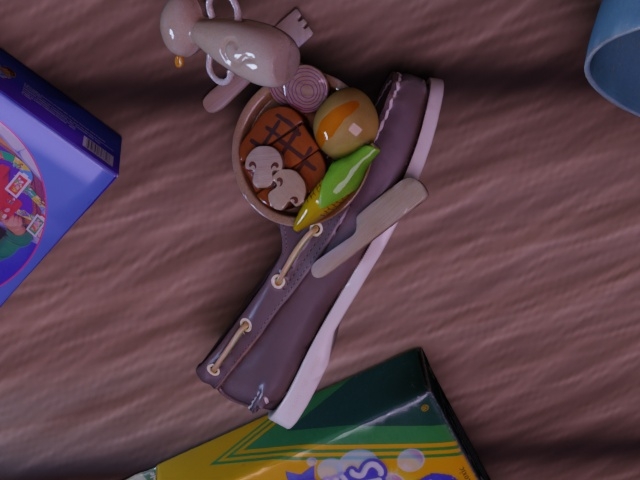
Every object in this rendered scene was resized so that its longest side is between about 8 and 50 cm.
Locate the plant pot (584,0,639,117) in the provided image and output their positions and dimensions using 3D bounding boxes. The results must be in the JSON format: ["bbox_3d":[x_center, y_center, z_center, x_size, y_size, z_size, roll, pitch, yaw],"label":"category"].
[{"bbox_3d":[0.353,-0.199,1.157,0.290,0.290,0.195,13,79,-11],"label":"plant pot"}]

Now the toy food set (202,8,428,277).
[{"bbox_3d":[-0.016,-0.076,1.233,0.132,0.038,0.192,-40,71,17],"label":"toy food set"}]

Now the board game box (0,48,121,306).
[{"bbox_3d":[-0.366,-0.085,1.244,0.347,0.078,0.233,37,109,-21],"label":"board game box"}]

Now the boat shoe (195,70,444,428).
[{"bbox_3d":[0.000,0.000,1.300,0.097,0.116,0.324,25,109,-3],"label":"boat shoe"}]

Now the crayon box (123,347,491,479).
[{"bbox_3d":[-0.009,0.257,1.450,0.323,0.083,0.203,-25,117,9],"label":"crayon box"}]

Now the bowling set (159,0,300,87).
[{"bbox_3d":[-0.025,-0.265,1.164,0.200,0.154,0.287,-20,125,-45],"label":"bowling set"}]
